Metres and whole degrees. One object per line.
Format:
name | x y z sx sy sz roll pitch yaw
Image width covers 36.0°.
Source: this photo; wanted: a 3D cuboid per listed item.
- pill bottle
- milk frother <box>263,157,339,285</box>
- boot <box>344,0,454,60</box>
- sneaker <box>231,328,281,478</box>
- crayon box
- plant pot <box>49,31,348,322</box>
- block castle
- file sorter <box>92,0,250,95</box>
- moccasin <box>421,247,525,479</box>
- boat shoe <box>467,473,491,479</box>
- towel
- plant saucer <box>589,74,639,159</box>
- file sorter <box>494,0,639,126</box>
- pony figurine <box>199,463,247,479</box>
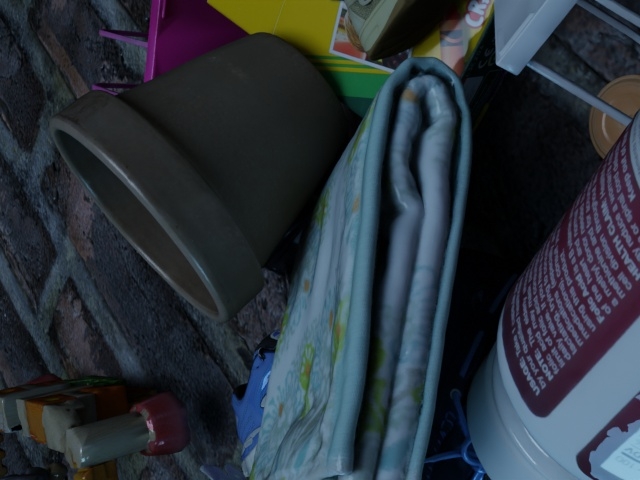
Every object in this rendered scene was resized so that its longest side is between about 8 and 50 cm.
pill bottle | 0.261 0.048 0.692 0.224 0.224 0.392 59 148 27
milk frother | 0.000 0.000 1.138 0.143 0.129 0.134 33 129 -8
boot | 0.064 -0.304 0.821 0.203 0.095 0.262 59 146 14
sneaker | -0.015 0.156 1.129 0.330 0.130 0.147 -41 66 42
crayon box | 0.079 -0.316 0.951 0.313 0.106 0.363 39 121 24
plant pot | -0.103 -0.088 0.996 0.263 0.229 0.263 42 164 15
block castle | -0.341 0.357 1.457 0.453 0.213 0.303 -3 94 50
file sorter | -0.165 -0.174 1.217 0.182 0.202 0.290 25 111 48
moccasin | 0.121 0.154 0.890 0.117 0.137 0.342 8 68 15
boat shoe | 0.151 0.289 0.975 0.113 0.105 0.306 -59 46 38
towel | 0.023 0.067 0.870 0.320 0.090 0.374 132 152 -67
plant saucer | 0.273 -0.105 0.869 0.083 0.013 0.083 6 98 47
file sorter | 0.273 -0.235 0.701 0.277 0.173 0.192 -54 16 37
pony figurine | -0.119 0.452 1.031 0.363 0.303 0.350 2 103 52
